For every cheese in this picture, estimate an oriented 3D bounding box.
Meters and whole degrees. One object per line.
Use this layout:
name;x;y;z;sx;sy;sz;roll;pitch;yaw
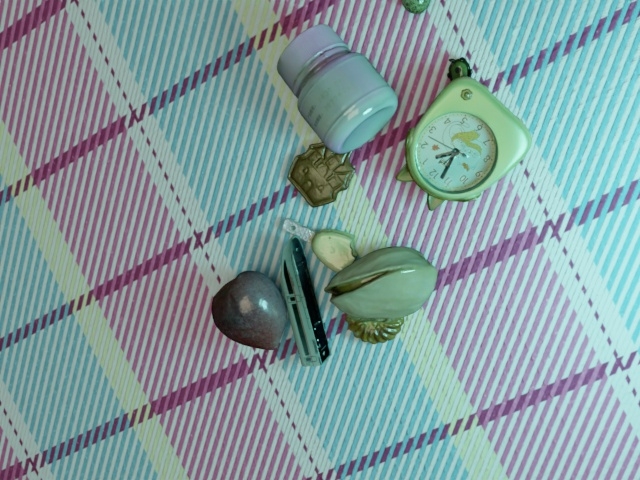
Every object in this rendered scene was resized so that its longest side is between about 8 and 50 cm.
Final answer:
cheese;0.000;0.000;1.885;0.255;0.050;0.127;29;105;8

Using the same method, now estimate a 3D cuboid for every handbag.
handbag;0.397;-0.460;1.733;0.072;0.047;0.111;-3;104;24

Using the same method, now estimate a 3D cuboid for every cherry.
cherry;-0.208;0.215;1.891;0.239;0.206;0.239;1;126;2

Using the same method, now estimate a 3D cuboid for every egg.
egg;0.265;-0.689;1.709;0.085;0.085;0.110;-8;96;13

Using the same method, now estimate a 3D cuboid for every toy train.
toy train;-0.063;0.185;1.898;0.088;0.086;0.407;-9;99;26

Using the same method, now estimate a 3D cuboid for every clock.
clock;0.380;-0.255;1.718;0.286;0.117;0.348;42;108;-5

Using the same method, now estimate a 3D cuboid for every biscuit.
biscuit;0.164;0.265;1.884;0.183;0.061;0.118;5;101;11
biscuit;0.014;-0.214;1.859;0.215;0.034;0.182;-41;89;15

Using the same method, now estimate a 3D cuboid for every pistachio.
pistachio;0.176;0.128;1.781;0.331;0.226;0.208;-11;74;3

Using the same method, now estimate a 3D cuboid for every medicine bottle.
medicine bottle;0.042;-0.424;1.716;0.241;0.241;0.302;-40;80;15
